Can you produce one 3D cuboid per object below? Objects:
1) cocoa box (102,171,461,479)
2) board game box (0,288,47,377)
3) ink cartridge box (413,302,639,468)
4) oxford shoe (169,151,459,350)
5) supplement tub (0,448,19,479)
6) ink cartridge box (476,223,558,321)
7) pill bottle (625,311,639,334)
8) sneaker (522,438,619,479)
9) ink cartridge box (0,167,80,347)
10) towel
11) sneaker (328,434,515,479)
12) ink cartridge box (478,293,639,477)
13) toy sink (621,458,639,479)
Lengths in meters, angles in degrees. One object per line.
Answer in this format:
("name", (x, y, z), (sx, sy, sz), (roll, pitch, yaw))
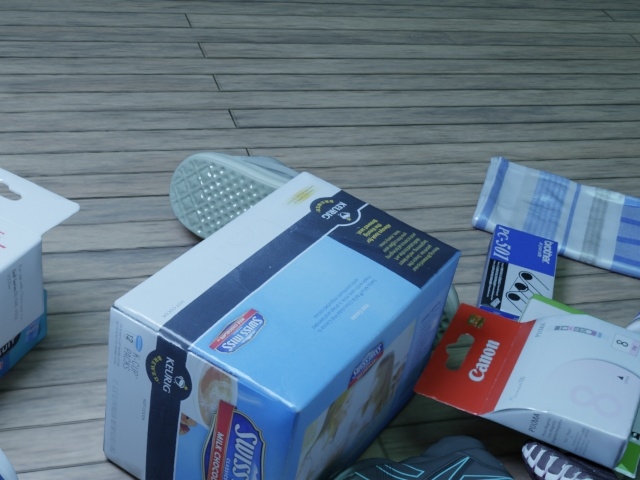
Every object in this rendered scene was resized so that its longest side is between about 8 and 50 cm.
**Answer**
("cocoa box", (-0.037, 0.122, 1.160), (0.228, 0.231, 0.347), (27, 39, 21))
("board game box", (-0.527, 0.090, 1.203), (0.336, 0.079, 0.254), (20, 37, 13))
("ink cartridge box", (0.248, 0.142, 1.198), (0.232, 0.066, 0.189), (23, 38, 13))
("oxford shoe", (0.000, 0.000, 1.418), (0.449, 0.169, 0.130), (28, 18, 23))
("supplement tub", (-0.392, 0.295, 0.829), (0.228, 0.228, 0.316), (12, 36, 1))
("ink cartridge box", (0.278, 0.061, 1.490), (0.097, 0.046, 0.207), (17, 36, 6))
("pill bottle", (0.481, 0.120, 1.407), (0.112, 0.112, 0.187), (30, 40, 24))
("sneaker", (0.254, 0.312, 1.096), (0.106, 0.162, 0.281), (21, 0, -6))
("ink cartridge box", (-0.436, 0.052, 1.107), (0.207, 0.119, 0.353), (24, 39, 18))
("towel", (0.389, -0.042, 1.673), (0.285, 0.034, 0.209), (18, 37, 9))
("sneaker", (0.096, 0.276, 1.085), (0.267, 0.101, 0.106), (-15, 32, -32))
("ink cartridge box", (0.298, 0.195, 1.266), (0.189, 0.097, 0.255), (22, 37, 15))
("toy sink", (0.469, 0.263, 1.160), (0.131, 0.234, 0.153), (55, 39, 7))
